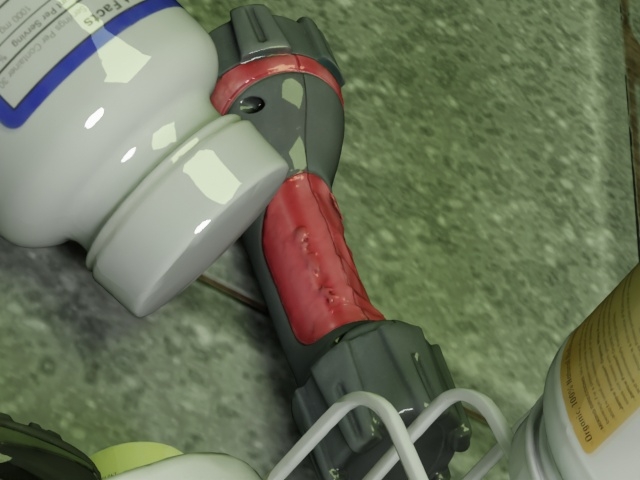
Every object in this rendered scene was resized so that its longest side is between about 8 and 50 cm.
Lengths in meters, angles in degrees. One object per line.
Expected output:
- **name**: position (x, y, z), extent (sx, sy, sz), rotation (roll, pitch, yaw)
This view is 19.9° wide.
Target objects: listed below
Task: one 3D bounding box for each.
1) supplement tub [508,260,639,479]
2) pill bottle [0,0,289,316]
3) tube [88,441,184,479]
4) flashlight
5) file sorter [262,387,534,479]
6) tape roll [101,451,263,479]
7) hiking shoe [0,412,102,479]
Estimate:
- **supplement tub**: position (0.182, 0.058, 0.743), extent (0.144, 0.200, 0.144), rotation (23, 38, -20)
- **pill bottle**: position (-0.150, -0.093, 0.946), extent (0.272, 0.152, 0.152), rotation (44, 36, 5)
- **tube**: position (-0.067, 0.195, 0.777), extent (0.062, 0.070, 0.240), rotation (8, 44, -22)
- **flashlight**: position (0.000, 0.000, 1.008), extent (0.103, 0.103, 0.304), rotation (53, 10, -48)
- **file sorter**: position (0.108, 0.182, 0.864), extent (0.277, 0.173, 0.193), rotation (5, 47, -38)
- **tape roll**: position (-0.107, 0.190, 0.569), extent (0.286, 0.286, 0.100), rotation (-19, 64, -50)
- **hiking shoe**: position (-0.190, 0.136, 0.740), extent (0.227, 0.086, 0.114), rotation (0, 59, -30)
